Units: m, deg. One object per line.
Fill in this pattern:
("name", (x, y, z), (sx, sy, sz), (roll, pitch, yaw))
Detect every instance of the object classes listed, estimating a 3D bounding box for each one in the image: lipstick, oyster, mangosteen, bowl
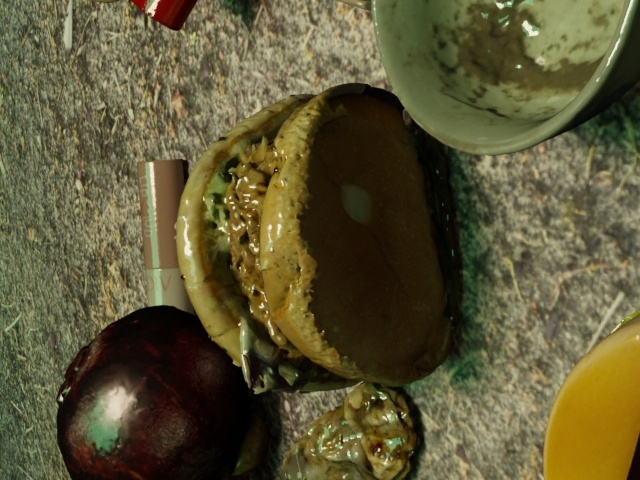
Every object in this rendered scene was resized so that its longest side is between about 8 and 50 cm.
("lipstick", (-0.233, 0.006, 1.470), (0.070, 0.070, 0.255), (3, 98, 54))
("oyster", (0.013, 0.287, 1.191), (0.129, 0.078, 0.345), (56, 135, 20))
("mangosteen", (-0.213, 0.235, 1.336), (0.297, 0.293, 0.297), (-173, 90, -80))
("bowl", (0.185, -0.215, 0.792), (0.289, 0.146, 0.289), (10, 102, 54))

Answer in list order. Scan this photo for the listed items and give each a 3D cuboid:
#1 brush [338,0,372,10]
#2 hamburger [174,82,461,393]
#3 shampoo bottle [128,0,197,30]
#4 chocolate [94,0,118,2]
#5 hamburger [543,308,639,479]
("brush", (-0.022, -0.324, 1.133), (0.321, 0.060, 0.050), (38, 115, 44))
("hamburger", (0.000, 0.000, 0.991), (0.195, 0.276, 0.318), (-4, 88, 46))
("shampoo bottle", (-0.129, -0.408, 1.170), (0.314, 0.076, 0.118), (-55, 36, 18))
("chocolate", (-0.327, -0.492, 1.314), (0.297, 0.314, 0.326), (-51, 57, 49))
("hamburger", (0.300, 0.161, 0.673), (0.300, 0.176, 0.300), (12, 106, 52))
